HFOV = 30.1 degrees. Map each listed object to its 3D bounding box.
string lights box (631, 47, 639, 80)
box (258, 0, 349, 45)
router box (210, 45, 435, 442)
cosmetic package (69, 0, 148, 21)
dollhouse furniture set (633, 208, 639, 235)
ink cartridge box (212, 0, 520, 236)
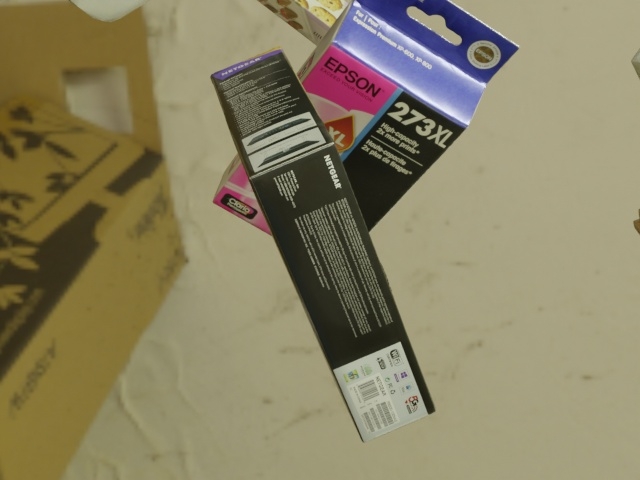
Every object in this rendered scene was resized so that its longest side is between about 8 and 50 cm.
[{"bbox_3d":[0.476,-0.195,1.246,0.133,0.259,0.077,-51,130,-16],"label":"string lights box"},{"bbox_3d":[-0.005,-0.359,1.876,0.067,0.324,0.063,-57,-172,-28],"label":"box"},{"bbox_3d":[0.000,0.000,1.135,0.243,0.081,0.309,-115,-177,-58],"label":"router box"},{"bbox_3d":[0.004,-0.264,0.420,0.217,0.385,0.156,28,39,-63],"label":"cosmetic package"},{"bbox_3d":[0.633,0.052,1.520,0.303,0.355,0.174,-108,179,-51],"label":"dollhouse furniture set"},{"bbox_3d":[0.040,-0.124,1.324,0.371,0.176,0.069,-49,-164,39],"label":"ink cartridge box"}]
